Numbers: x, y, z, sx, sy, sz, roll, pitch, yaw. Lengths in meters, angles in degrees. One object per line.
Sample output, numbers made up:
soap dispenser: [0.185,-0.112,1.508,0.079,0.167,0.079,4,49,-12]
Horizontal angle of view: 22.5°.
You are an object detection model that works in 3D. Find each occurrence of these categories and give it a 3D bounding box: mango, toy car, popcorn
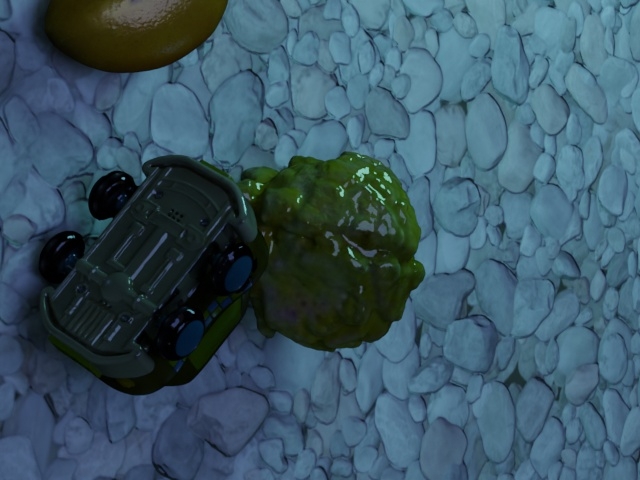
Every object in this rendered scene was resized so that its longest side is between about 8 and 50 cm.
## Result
mango: [-0.196,-0.251,1.716,0.219,0.112,0.145,-27,112,-29]
toy car: [-0.162,0.053,1.722,0.248,0.204,0.198,-53,150,-13]
popcorn: [0.000,0.000,1.861,0.212,0.259,0.259,-59,134,-58]
